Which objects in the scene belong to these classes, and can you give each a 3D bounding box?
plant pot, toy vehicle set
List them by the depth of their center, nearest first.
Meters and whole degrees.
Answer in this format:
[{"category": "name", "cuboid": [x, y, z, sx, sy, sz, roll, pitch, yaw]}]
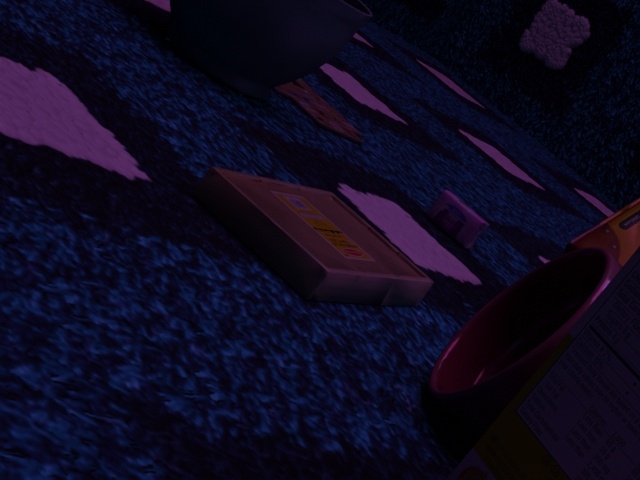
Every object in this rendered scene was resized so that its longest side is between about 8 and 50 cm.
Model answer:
[{"category": "plant pot", "cuboid": [0.227, 0.137, 1.168, 0.180, 0.201, 0.201, 51, 11, -9]}, {"category": "toy vehicle set", "cuboid": [0.000, 0.000, 1.355, 0.166, 0.035, 0.267, 42, 15, 23]}, {"category": "plant pot", "cuboid": [-0.099, -0.328, 1.874, 0.293, 0.196, 0.293, 33, 14, -10]}]

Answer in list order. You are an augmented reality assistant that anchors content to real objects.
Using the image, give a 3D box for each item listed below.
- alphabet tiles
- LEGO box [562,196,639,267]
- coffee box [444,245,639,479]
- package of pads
[{"category": "alphabet tiles", "cuboid": [-0.034, -0.236, 2.129, 0.237, 0.009, 0.198, 45, 16, 35]}, {"category": "LEGO box", "cuboid": [0.583, 0.071, 1.636, 0.500, 0.193, 0.372, -29, 57, -29]}, {"category": "coffee box", "cuboid": [0.367, 0.204, 0.931, 0.337, 0.334, 0.338, 26, 17, -37]}, {"category": "package of pads", "cuboid": [0.201, -0.030, 1.921, 0.083, 0.050, 0.032, 42, 12, 22]}]
